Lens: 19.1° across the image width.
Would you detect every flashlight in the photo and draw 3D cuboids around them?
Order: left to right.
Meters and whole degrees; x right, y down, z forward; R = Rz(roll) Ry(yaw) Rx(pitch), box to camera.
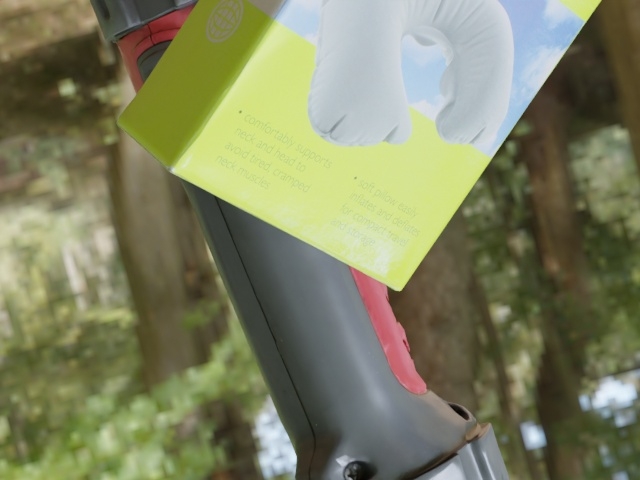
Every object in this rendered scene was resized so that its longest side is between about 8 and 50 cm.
[{"bbox_3d":[0.000,0.000,0.771,0.103,0.304,0.103,-23,-175,-1],"label":"flashlight"}]

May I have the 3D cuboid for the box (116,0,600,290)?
[{"bbox_3d":[0.032,-0.082,0.566,0.109,0.178,0.042,27,-170,-43],"label":"box"}]
